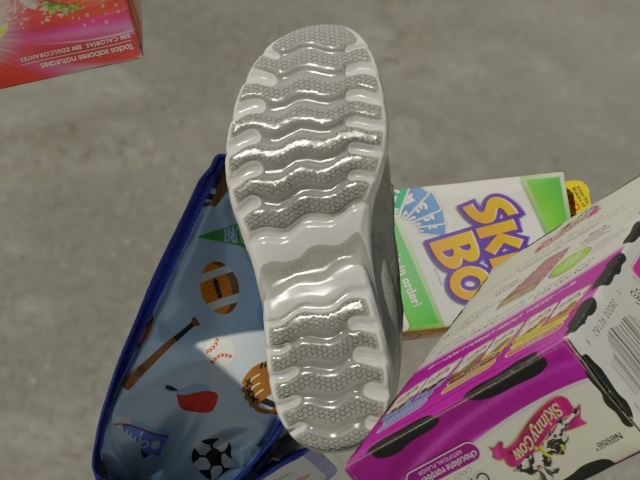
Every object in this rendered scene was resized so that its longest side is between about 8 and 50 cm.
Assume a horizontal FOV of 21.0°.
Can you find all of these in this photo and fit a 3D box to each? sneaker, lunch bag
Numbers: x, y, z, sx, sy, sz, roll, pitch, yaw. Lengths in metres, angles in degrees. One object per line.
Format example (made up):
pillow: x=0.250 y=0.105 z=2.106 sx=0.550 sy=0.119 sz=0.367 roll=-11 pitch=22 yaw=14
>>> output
sneaker: x=0.000 y=0.000 z=1.127 sx=0.105 sy=0.281 sz=0.115 roll=-3 pitch=-10 yaw=9
lunch bag: x=-0.082 y=0.150 z=1.795 sx=0.238 sy=0.386 sz=0.328 roll=26 pitch=-8 yaw=11

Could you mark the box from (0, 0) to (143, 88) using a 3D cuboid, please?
box: x=-0.306 y=-0.211 z=1.420 sx=0.299 sy=0.142 sz=0.154 roll=-13 pitch=33 yaw=1

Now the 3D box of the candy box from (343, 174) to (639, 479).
candy box: x=0.130 y=0.057 z=0.929 sx=0.071 sy=0.159 sz=0.233 roll=51 pitch=37 yaw=-6

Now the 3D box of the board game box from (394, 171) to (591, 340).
board game box: x=0.104 y=0.016 z=1.422 sx=0.259 sy=0.124 sz=0.039 roll=-6 pitch=-17 yaw=-5
